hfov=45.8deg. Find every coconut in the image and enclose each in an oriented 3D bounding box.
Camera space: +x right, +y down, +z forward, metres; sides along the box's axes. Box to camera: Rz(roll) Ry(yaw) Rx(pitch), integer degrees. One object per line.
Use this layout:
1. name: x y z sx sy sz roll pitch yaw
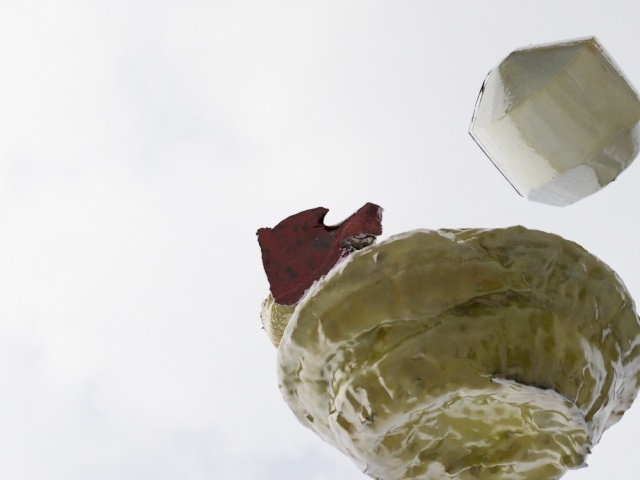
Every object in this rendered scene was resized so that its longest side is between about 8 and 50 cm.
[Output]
1. coconut: 0.440 -0.231 1.427 0.323 0.323 0.323 3 -115 -6

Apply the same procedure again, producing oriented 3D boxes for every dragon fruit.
1. dragon fruit: 0.009 0.005 1.070 0.192 0.092 0.122 -34 -110 14

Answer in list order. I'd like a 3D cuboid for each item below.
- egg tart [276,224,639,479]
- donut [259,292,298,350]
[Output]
1. egg tart: 0.109 0.119 0.576 0.290 0.290 0.115 6 -140 -4
2. donut: -0.017 0.139 1.238 0.146 0.181 0.078 -36 -139 14
